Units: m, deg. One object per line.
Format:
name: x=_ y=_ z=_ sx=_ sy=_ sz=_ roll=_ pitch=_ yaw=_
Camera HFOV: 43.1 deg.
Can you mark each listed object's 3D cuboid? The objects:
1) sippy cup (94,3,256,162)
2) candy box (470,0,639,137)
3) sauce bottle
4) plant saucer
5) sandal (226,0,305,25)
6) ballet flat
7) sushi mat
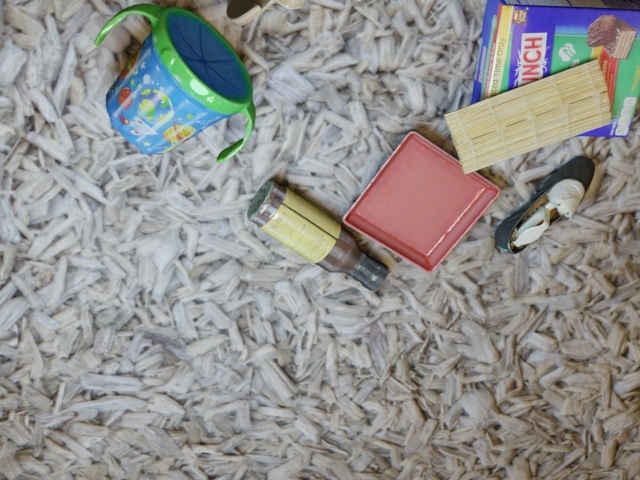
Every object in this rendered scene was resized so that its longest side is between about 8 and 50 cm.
sippy cup: x=-0.288 y=-0.290 z=1.571 sx=0.224 sy=0.240 sz=0.305 roll=-36 pitch=76 yaw=26
candy box: x=0.484 y=-0.355 z=1.641 sx=0.317 sy=0.122 sz=0.268 roll=1 pitch=120 yaw=-4
sauce bottle: x=0.000 y=0.000 z=1.798 sx=0.344 sy=0.111 sz=0.111 roll=35 pitch=110 yaw=-20
plant saucer: x=0.222 y=-0.087 z=1.807 sx=0.259 sy=0.047 sz=0.258 roll=31 pitch=112 yaw=-18
sandal: x=-0.064 y=-0.481 z=1.571 sx=0.240 sy=0.088 sz=0.079 roll=-27 pitch=148 yaw=18
ballet flat: x=0.514 y=-0.066 z=1.813 sx=0.095 sy=0.096 sz=0.280 roll=37 pitch=109 yaw=-21
sushi mat: x=0.417 y=-0.244 z=1.620 sx=0.317 sy=0.019 sz=0.151 roll=-19 pitch=122 yaw=7
